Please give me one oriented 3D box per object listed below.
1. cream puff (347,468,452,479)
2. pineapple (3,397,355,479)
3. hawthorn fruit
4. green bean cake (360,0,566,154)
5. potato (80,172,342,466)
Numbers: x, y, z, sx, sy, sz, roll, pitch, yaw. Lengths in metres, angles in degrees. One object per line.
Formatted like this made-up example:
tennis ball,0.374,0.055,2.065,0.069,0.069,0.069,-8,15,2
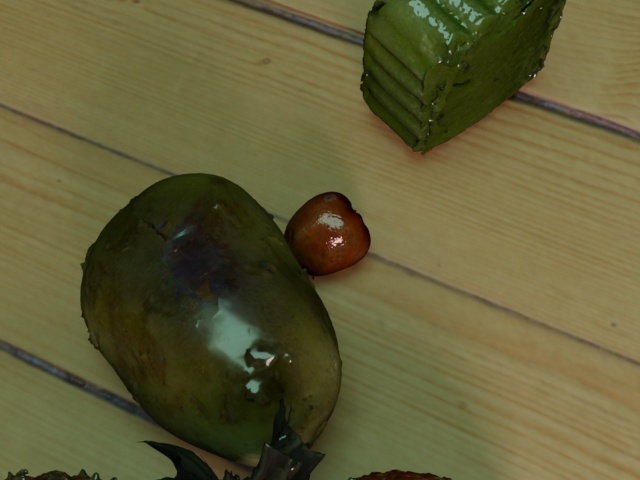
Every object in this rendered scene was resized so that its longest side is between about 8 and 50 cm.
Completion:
cream puff,0.063,0.299,0.914,0.240,0.164,0.240,-1,65,3
pineapple,-0.127,0.232,0.916,0.365,0.165,0.165,-19,58,20
hawthorn fruit,0.000,0.000,1.135,0.093,0.081,0.081,-36,63,-5
green bean cake,0.148,-0.207,1.162,0.200,0.214,0.113,-35,69,-15
potato,-0.100,0.073,1.048,0.210,0.173,0.307,-31,59,-14
